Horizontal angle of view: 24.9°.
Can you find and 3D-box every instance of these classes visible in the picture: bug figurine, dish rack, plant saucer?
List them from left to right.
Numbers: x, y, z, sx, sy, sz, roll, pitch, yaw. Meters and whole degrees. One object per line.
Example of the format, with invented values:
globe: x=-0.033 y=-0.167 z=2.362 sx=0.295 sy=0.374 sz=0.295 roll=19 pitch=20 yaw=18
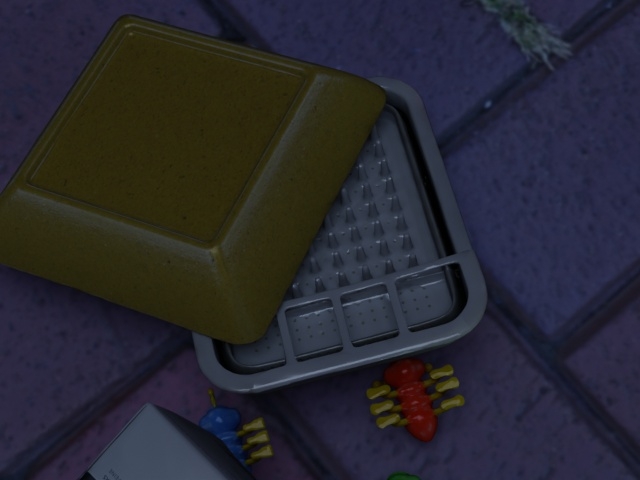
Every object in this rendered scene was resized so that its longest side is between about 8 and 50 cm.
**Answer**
plant saucer: x=-0.147 y=-0.092 z=1.469 sx=0.333 sy=0.081 sz=0.332 roll=18 pitch=62 yaw=19
dish rack: x=0.000 y=0.000 z=1.472 sx=0.286 sy=0.072 sz=0.332 roll=-15 pitch=57 yaw=0
bug figurine: x=0.012 y=0.223 z=1.419 sx=0.279 sy=0.072 sz=0.216 roll=-14 pitch=72 yaw=-2

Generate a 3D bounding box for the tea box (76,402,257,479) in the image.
tea box: x=-0.110 y=0.376 z=1.225 sx=0.329 sy=0.220 sz=0.323 roll=41 pitch=86 yaw=21
